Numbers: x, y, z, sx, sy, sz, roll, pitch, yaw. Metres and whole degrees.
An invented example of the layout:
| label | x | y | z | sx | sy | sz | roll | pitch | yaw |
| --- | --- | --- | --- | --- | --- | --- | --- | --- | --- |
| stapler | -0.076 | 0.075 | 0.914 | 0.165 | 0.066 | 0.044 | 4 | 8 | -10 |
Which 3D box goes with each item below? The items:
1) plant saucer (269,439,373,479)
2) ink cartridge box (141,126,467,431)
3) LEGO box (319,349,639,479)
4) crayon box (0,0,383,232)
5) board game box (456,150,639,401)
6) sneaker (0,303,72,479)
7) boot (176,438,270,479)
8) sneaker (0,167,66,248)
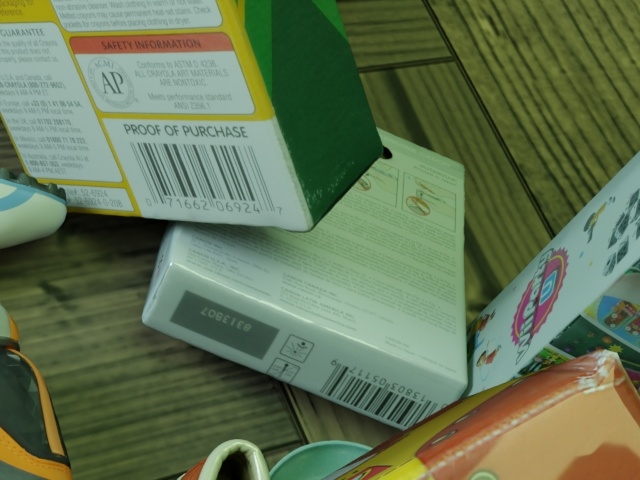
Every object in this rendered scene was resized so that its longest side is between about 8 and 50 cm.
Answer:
| label | x | y | z | sx | sy | sz | roll | pitch | yaw |
| --- | --- | --- | --- | --- | --- | --- | --- | --- | --- |
| plant saucer | 0.015 | 0.170 | 0.805 | 0.119 | 0.021 | 0.119 | 13 | 54 | -18 |
| ink cartridge box | 0.000 | 0.000 | 0.908 | 0.189 | 0.066 | 0.232 | 23 | 30 | -11 |
| LEGO box | -0.059 | 0.316 | 0.396 | 0.500 | 0.193 | 0.372 | -29 | 84 | -9 |
| crayon box | -0.111 | -0.164 | 0.744 | 0.083 | 0.203 | 0.323 | -47 | 129 | -39 |
| board game box | 0.225 | 0.065 | 0.797 | 0.224 | 0.303 | 0.097 | 24 | 51 | -9 |
| sneaker | -0.248 | 0.135 | 0.631 | 0.321 | 0.124 | 0.180 | -14 | 65 | -33 |
| boot | -0.065 | 0.174 | 0.724 | 0.059 | 0.084 | 0.158 | 22 | 53 | -14 |
| sneaker | -0.244 | 0.004 | 0.760 | 0.237 | 0.085 | 0.086 | -7 | 89 | -34 |
